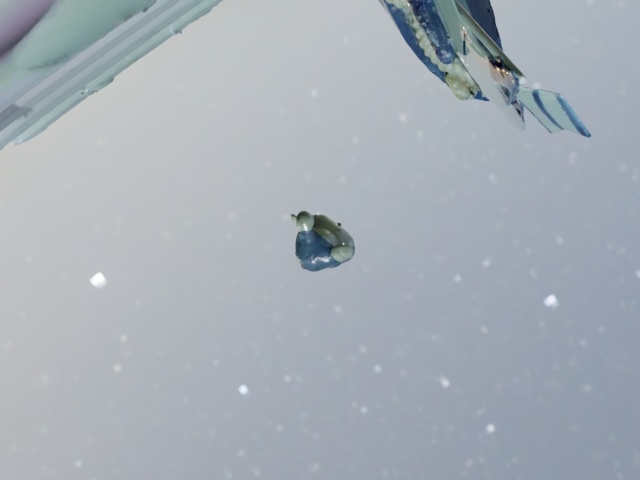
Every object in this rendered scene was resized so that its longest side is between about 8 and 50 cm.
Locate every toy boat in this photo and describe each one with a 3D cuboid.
[{"bbox_3d":[0.081,-0.164,0.999,0.070,0.210,0.291,-33,-166,3],"label":"toy boat"}]

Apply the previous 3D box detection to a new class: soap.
[{"bbox_3d":[-0.263,-0.227,1.526,0.446,0.156,0.261,-28,-179,35],"label":"soap"}]

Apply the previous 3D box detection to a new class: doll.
[{"bbox_3d":[0.000,0.000,1.571,0.050,0.076,0.083,-50,174,17],"label":"doll"}]
